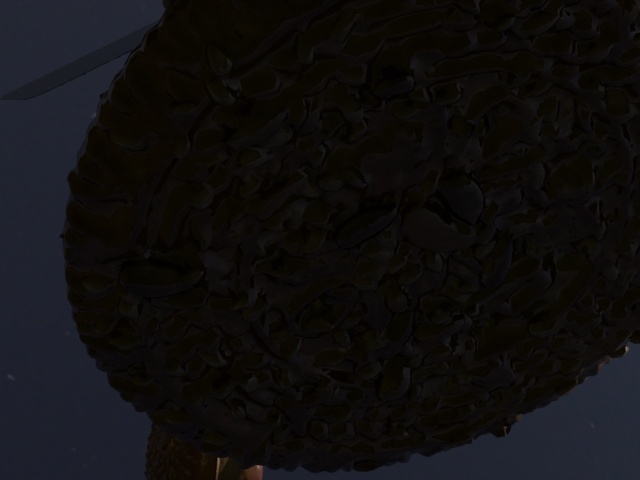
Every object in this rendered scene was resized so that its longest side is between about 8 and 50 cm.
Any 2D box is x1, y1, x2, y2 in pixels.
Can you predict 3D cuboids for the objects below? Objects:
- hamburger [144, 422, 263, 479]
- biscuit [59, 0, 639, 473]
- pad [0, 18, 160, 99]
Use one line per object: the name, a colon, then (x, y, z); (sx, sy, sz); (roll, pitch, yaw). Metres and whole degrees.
hamburger: (-0.148, 0.285, 1.400); (0.147, 0.237, 0.237); (11, -118, -7)
biscuit: (0.046, -0.003, 0.453); (0.305, 0.305, 0.038); (-30, -136, 6)
pad: (-0.306, -0.281, 1.781); (0.375, 0.063, 0.315); (-31, -161, -20)
